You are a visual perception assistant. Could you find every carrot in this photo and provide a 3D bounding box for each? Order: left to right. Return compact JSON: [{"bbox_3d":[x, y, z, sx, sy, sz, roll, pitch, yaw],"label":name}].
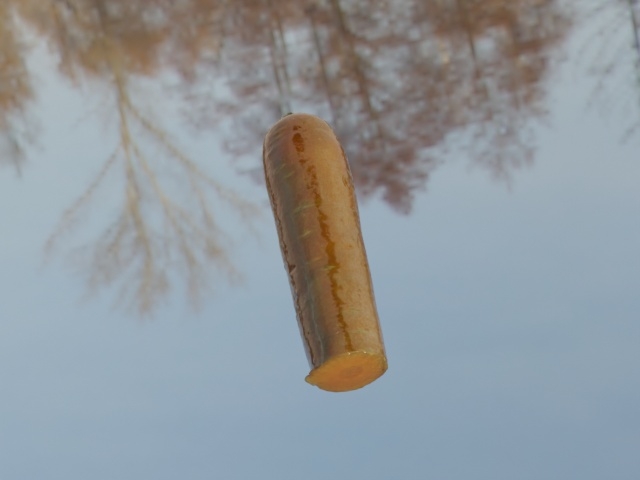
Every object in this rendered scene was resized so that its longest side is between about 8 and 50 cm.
[{"bbox_3d":[0.000,0.000,1.107,0.067,0.067,0.225,-12,-122,2],"label":"carrot"}]
